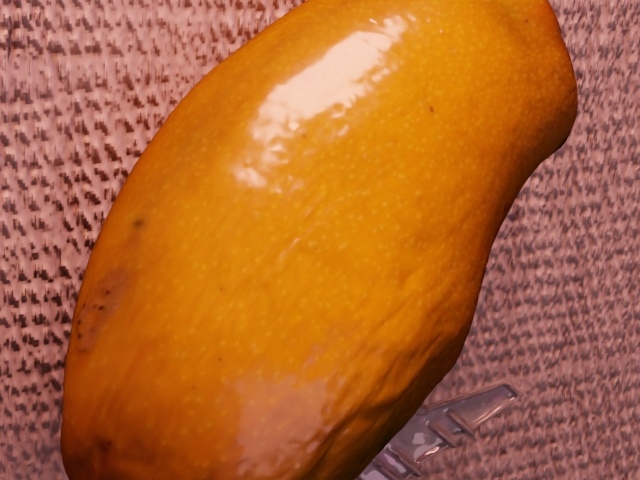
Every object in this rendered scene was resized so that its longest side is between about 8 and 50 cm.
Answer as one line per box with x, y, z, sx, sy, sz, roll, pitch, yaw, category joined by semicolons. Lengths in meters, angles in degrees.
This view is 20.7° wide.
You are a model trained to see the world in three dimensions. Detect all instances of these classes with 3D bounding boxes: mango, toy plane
-0.002;-0.004;0.858;0.187;0.144;0.359;37;70;-19;mango
0.008;0.159;0.971;0.251;0.101;0.255;-47;130;2;toy plane
